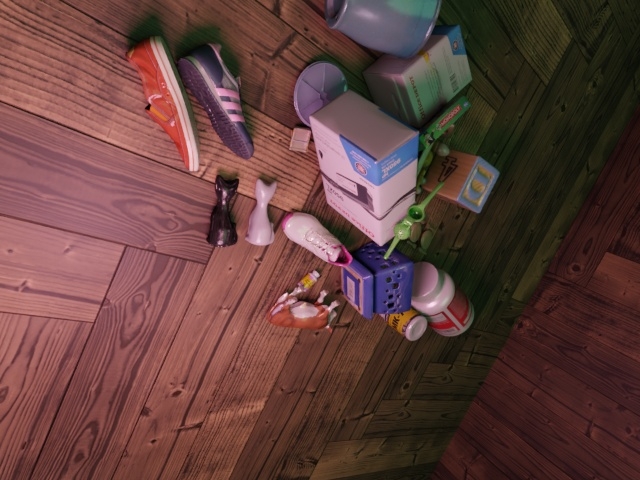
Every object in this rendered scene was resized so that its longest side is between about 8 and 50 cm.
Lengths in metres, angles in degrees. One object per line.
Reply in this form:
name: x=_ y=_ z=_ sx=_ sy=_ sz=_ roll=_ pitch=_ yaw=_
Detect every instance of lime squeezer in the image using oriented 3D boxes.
lime squeezer: x=0.291 y=-0.057 z=1.321 sx=0.310 sy=0.059 sz=0.110 roll=-56 pitch=148 yaw=14

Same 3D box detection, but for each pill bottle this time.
pill bottle: x=0.354 y=0.337 z=1.836 sx=0.119 sy=0.208 sz=0.119 roll=-16 pitch=120 yaw=-30
pill bottle: x=-0.043 y=0.150 z=1.564 sx=0.083 sy=0.043 sz=0.043 roll=-43 pitch=130 yaw=-12
pill bottle: x=0.534 y=0.268 z=1.922 sx=0.229 sy=0.229 sz=0.408 roll=-51 pitch=131 yaw=-4

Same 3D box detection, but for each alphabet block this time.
alphabet block: x=0.573 y=-0.250 z=1.719 sx=0.192 sy=0.197 sz=0.193 roll=21 pitch=98 yaw=-40

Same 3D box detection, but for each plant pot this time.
plant pot: x=0.208 y=0.157 z=1.634 sx=0.212 sy=0.236 sz=0.236 roll=-15 pitch=119 yaw=-22
plant pot: x=0.158 y=-0.678 z=1.179 sx=0.255 sy=0.271 sz=0.271 roll=1 pitch=112 yaw=-21

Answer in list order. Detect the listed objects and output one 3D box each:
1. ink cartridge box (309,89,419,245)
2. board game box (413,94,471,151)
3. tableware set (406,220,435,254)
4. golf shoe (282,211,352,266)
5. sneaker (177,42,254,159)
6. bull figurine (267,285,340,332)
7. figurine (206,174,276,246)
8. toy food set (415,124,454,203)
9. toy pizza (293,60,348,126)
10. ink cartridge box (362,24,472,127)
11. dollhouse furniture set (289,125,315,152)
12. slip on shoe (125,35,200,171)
ink cartridge box: x=0.140 y=-0.210 z=1.292 sx=0.166 sy=0.285 sz=0.395 roll=-38 pitch=148 yaw=-15
board game box: x=0.342 y=-0.365 z=1.427 sx=0.213 sy=0.317 sz=0.046 roll=-43 pitch=101 yaw=-11
tableware set: x=0.428 y=-0.022 z=1.831 sx=0.194 sy=0.039 sz=0.128 roll=27 pitch=83 yaw=-47
golf shoe: x=0.000 y=0.000 z=1.461 sx=0.306 sy=0.140 sz=0.115 roll=31 pitch=93 yaw=-40
sneaker: x=-0.242 y=-0.370 z=1.126 sx=0.131 sy=0.112 sz=0.319 roll=-53 pitch=141 yaw=-25
bull figurine: x=-0.042 y=0.267 z=1.564 sx=0.310 sy=0.101 sz=0.188 roll=6 pitch=128 yaw=-34
figurine: x=-0.234 y=-0.092 z=1.284 sx=0.215 sy=0.092 sz=0.209 roll=-2 pitch=109 yaw=-37
toy food set: x=0.411 y=-0.277 z=1.576 sx=0.306 sy=0.092 sz=0.220 roll=-66 pitch=171 yaw=8
toy pizza: x=0.000 y=-0.454 z=1.308 sx=0.201 sy=0.032 sz=0.201 roll=-17 pitch=122 yaw=-29
ink cartridge box: x=0.322 y=-0.546 z=1.388 sx=0.270 sy=0.197 sz=0.198 roll=-43 pitch=130 yaw=-12
dollhouse furniture set: x=-0.030 y=-0.327 z=1.355 sx=0.152 sy=0.058 sz=0.076 roll=6 pitch=117 yaw=-18
slip on shoe: x=-0.381 y=-0.327 z=1.049 sx=0.101 sy=0.123 sz=0.331 roll=-17 pitch=123 yaw=-4
